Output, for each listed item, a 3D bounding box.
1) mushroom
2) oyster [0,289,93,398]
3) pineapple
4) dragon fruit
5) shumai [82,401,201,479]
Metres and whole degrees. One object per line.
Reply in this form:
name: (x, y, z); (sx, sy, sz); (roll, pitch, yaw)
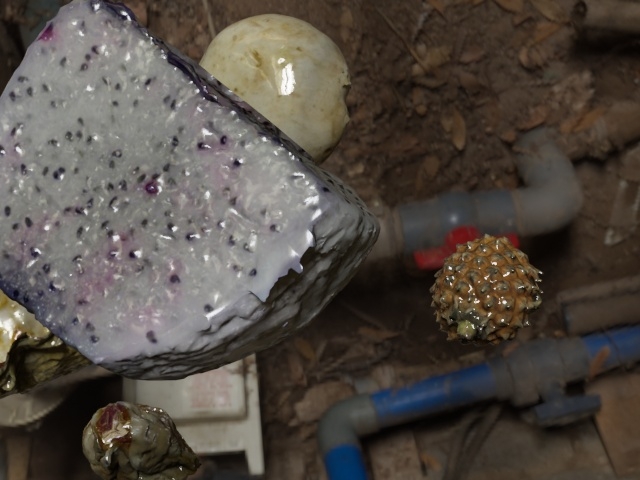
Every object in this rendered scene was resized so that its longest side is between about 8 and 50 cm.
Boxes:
mushroom: (-0.045, -0.135, 0.953); (0.166, 0.166, 0.127); (-47, 160, 26)
oyster: (-0.288, 0.056, 1.099); (0.198, 0.337, 0.133); (23, 143, 32)
pineapple: (0.237, 0.085, 1.431); (0.166, 0.193, 0.166); (14, 128, 19)
dragon fruit: (-0.111, -0.015, 0.748); (0.221, 0.283, 0.204); (-50, 160, -1)
shumai: (-0.365, 0.416, 1.905); (0.184, 0.185, 0.218); (-41, 88, 8)
